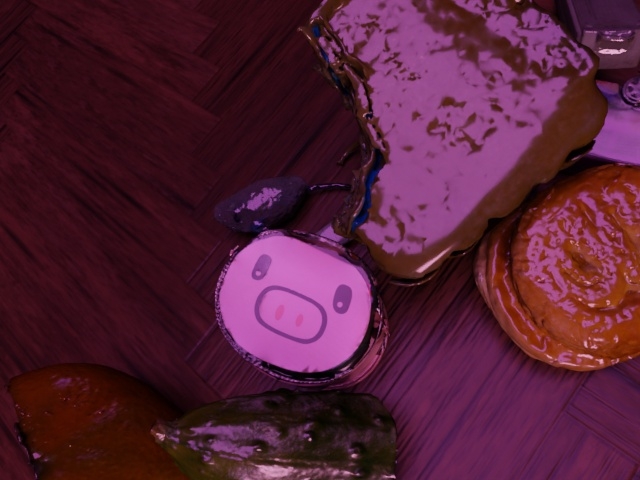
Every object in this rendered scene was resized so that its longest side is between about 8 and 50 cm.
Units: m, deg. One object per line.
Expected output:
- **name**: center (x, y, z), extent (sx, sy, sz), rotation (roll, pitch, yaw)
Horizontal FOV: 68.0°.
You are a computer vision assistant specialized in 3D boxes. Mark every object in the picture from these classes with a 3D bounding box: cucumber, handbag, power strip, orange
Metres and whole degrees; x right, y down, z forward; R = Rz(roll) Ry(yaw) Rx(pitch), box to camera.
- **cucumber**: center (-0.049, 0.208, 0.484), extent (0.244, 0.134, 0.134), rotation (15, 68, -21)
- **handbag**: center (-0.017, 0.089, 0.576), extent (0.205, 0.116, 0.179), rotation (21, 81, 11)
- **power strip**: center (0.361, -0.299, 0.624), extent (0.078, 0.052, 0.272), rotation (4, 46, 16)
- **orange**: center (-0.236, 0.282, 0.507), extent (0.274, 0.274, 0.310), rotation (-20, 38, 8)

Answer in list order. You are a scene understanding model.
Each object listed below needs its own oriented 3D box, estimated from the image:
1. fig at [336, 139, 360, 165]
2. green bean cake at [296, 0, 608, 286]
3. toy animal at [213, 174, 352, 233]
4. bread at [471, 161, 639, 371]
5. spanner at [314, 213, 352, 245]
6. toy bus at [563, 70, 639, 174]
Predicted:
- **fig**: center (0.093, -0.156, 0.675), extent (0.166, 0.093, 0.093), rotation (-15, 65, 7)
- **green bean cake**: center (0.097, -0.134, 0.534), extent (0.285, 0.202, 0.310), rotation (-39, 82, 7)
- **toy animal**: center (-0.030, -0.058, 0.696), extent (0.253, 0.070, 0.079), rotation (-8, 101, 1)
- **bread**: center (0.298, 0.028, 0.518), extent (0.236, 0.120, 0.198), rotation (-31, 72, 6)
- **spanner**: center (0.000, 0.000, 0.658), extent (0.316, 0.024, 0.087), rotation (-36, 81, 2)
- **toy bus**: center (0.319, -0.151, 0.608), extent (0.274, 0.090, 0.112), rotation (18, 82, 24)
